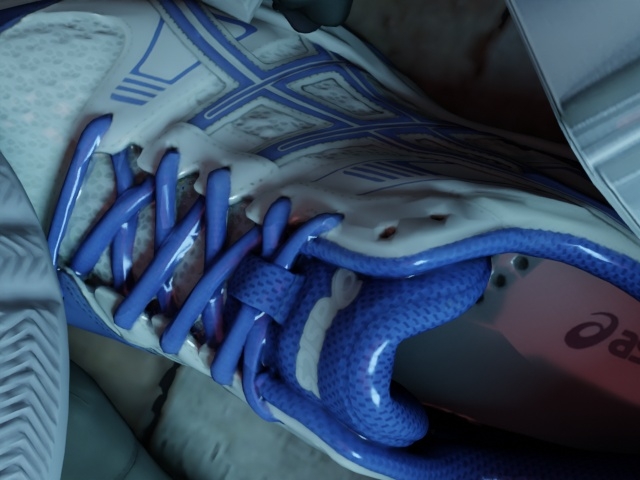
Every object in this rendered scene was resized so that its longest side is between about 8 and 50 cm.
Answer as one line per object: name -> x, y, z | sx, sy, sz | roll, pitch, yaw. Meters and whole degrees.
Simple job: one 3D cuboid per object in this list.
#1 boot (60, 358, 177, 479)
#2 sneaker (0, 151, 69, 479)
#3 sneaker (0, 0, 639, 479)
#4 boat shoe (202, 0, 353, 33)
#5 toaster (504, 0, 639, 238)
boot -> -0.121, 0.100, 0.602 | 0.198, 0.077, 0.137 | -17, 131, 37
sneaker -> -0.186, 0.012, 0.534 | 0.180, 0.124, 0.321 | -52, 52, 29
sneaker -> 0.000, 0.000, 0.528 | 0.296, 0.131, 0.112 | 14, 105, 8
boat shoe -> -0.106, -0.201, 0.525 | 0.340, 0.127, 0.158 | 30, 88, 3
toaster -> 0.110, -0.067, 0.441 | 0.110, 0.185, 0.168 | -30, 51, 16
